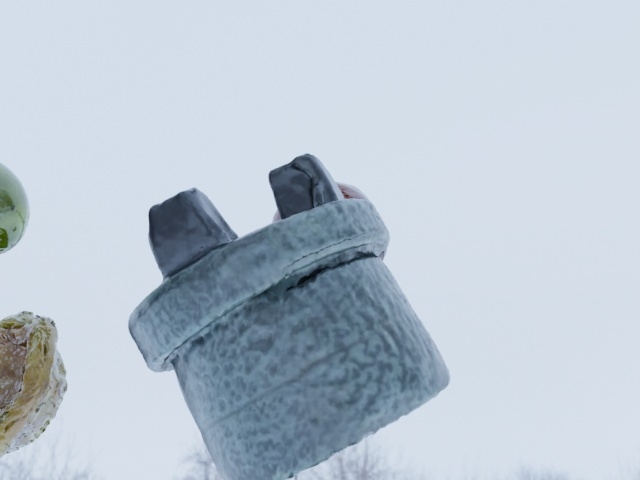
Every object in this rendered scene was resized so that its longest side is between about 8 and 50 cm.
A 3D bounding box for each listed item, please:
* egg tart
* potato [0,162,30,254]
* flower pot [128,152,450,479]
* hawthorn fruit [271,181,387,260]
[{"bbox_3d":[-0.619,0.309,1.622,0.352,0.351,0.150,-19,-42,36],"label":"egg tart"},{"bbox_3d":[-0.711,-0.083,1.581,0.305,0.215,0.216,25,-21,9],"label":"potato"},{"bbox_3d":[-0.039,0.078,0.826,0.299,0.282,0.299,-29,-9,-5],"label":"flower pot"},{"bbox_3d":[0.000,0.000,1.190,0.188,0.169,0.169,-16,-24,1],"label":"hawthorn fruit"}]
